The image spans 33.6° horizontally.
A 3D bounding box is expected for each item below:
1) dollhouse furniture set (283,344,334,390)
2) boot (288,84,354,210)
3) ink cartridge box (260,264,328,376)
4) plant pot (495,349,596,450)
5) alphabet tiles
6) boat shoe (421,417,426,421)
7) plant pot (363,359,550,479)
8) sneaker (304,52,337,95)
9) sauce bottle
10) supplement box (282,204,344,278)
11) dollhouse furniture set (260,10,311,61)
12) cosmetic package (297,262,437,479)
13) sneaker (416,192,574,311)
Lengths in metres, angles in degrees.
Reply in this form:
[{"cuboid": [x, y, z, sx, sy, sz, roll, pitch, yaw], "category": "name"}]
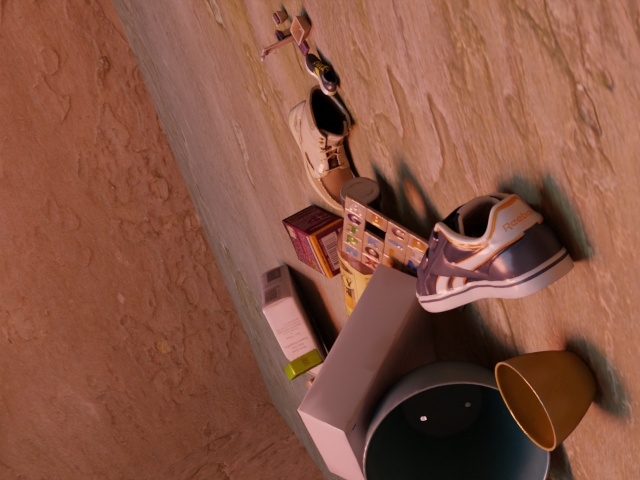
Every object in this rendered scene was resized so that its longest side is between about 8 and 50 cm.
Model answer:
[{"cuboid": [0.062, 0.395, 2.535, 0.301, 0.197, 0.151, 60, 165, 12], "category": "dollhouse furniture set"}, {"cuboid": [0.019, -0.159, 1.863, 0.213, 0.077, 0.165, 65, 165, 1], "category": "boot"}, {"cuboid": [-0.043, 0.282, 2.789, 0.308, 0.091, 0.385, -110, -3, -75], "category": "ink cartridge box"}, {"cuboid": [0.313, 0.201, 1.429, 0.134, 0.095, 0.134, 57, 166, 22], "category": "plant pot"}, {"cuboid": [0.137, 0.031, 1.724, 0.237, 0.009, 0.198, 32, 157, 14], "category": "alphabet tiles"}, {"cuboid": [0.262, 0.410, 2.075, 0.227, 0.079, 0.081, 52, 140, 11], "category": "boat shoe"}, {"cuboid": [0.208, 0.309, 1.728, 0.195, 0.290, 0.290, -94, -17, -68], "category": "plant pot"}, {"cuboid": [0.005, -0.284, 1.776, 0.083, 0.031, 0.035, 55, 152, 12], "category": "sneaker"}, {"cuboid": [0.086, 0.030, 1.913, 0.111, 0.111, 0.344, 50, 159, 41], "category": "sauce bottle"}, {"cuboid": [0.000, 0.000, 2.234, 0.104, 0.081, 0.188, 66, 166, -19], "category": "supplement box"}, {"cuboid": [-0.072, -0.354, 1.797, 0.091, 0.081, 0.114, 61, 167, 5], "category": "dollhouse furniture set"}, {"cuboid": [0.093, 0.248, 1.839, 0.097, 0.284, 0.377, 21, 158, 19], "category": "cosmetic package"}, {"cuboid": [0.205, 0.011, 1.403, 0.127, 0.126, 0.321, 58, 156, -4], "category": "sneaker"}]
